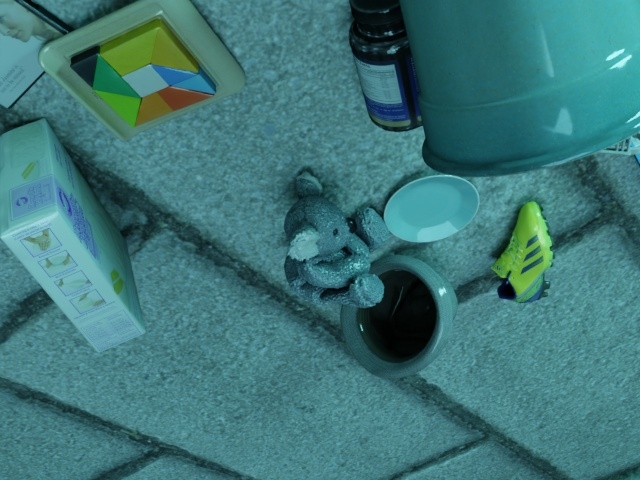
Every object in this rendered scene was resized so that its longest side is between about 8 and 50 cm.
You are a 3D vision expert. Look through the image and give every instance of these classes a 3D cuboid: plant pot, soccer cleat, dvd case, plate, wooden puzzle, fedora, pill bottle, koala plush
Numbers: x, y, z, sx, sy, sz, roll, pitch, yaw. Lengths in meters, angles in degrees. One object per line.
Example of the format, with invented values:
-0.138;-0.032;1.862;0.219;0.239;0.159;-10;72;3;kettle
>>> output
0.243;-0.306;0.964;0.341;0.341;0.334;-18;114;10;plant pot
0.416;0.036;1.593;0.121;0.093;0.289;-6;139;7;soccer cleat
-0.504;-0.309;1.089;0.180;0.022;0.253;-34;133;27;dvd case
0.214;-0.066;1.491;0.188;0.024;0.188;-6;139;-5;plate
-0.263;-0.254;1.161;0.239;0.044;0.221;-23;144;15;wooden puzzle
0.184;0.153;1.625;0.124;0.243;0.275;-8;145;-49;fedora
0.111;-0.280;1.153;0.123;0.122;0.219;-14;139;6;pill bottle
0.000;0.000;1.411;0.203;0.196;0.221;-6;145;19;koala plush

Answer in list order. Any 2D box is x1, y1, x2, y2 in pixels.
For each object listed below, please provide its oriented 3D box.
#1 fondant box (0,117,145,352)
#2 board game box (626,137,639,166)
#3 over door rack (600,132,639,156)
-0.414;-0.002;1.282;0.096;0.238;0.330;-23;139;-2;fondant box
0.740;-0.184;1.399;0.302;0.086;0.308;-30;135;22;board game box
0.377;-0.248;1.264;0.324;0.108;0.239;-1;139;13;over door rack
